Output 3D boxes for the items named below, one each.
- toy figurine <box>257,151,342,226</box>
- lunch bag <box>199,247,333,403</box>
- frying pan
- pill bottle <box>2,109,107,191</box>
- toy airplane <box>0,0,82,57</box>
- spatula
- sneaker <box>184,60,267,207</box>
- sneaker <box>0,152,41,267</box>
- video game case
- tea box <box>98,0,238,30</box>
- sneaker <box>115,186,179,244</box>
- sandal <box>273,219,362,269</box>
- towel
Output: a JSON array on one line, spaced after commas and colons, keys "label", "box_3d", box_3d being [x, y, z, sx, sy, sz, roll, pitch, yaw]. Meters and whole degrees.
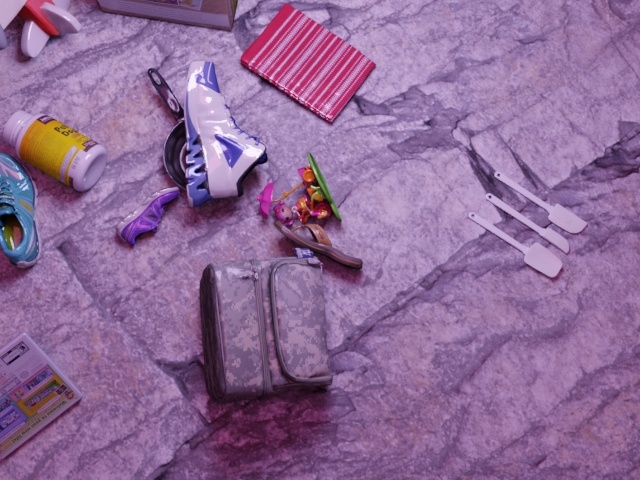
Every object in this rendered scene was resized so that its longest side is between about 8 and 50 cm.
[{"label": "toy figurine", "box_3d": [-0.058, -0.088, 1.756, 0.159, 0.130, 0.173, -25, 103, 6]}, {"label": "lunch bag", "box_3d": [-0.110, 0.179, 1.633, 0.256, 0.212, 0.305, -3, 77, -19]}, {"label": "frying pan", "box_3d": [-0.316, -0.233, 1.793, 0.326, 0.053, 0.197, 34, 78, 6]}, {"label": "pill bottle", "box_3d": [-0.598, -0.207, 1.747, 0.215, 0.117, 0.117, 28, 78, 5]}, {"label": "toy airplane", "box_3d": [-0.673, -0.588, 1.699, 0.384, 0.272, 0.386, -18, 100, -46]}, {"label": "spatula", "box_3d": [0.473, -0.042, 1.790, 0.242, 0.019, 0.168, 34, 79, 6]}, {"label": "sneaker", "box_3d": [-0.209, -0.230, 1.727, 0.182, 0.127, 0.315, -2, 85, -9]}, {"label": "sneaker", "box_3d": [-0.682, -0.075, 1.717, 0.107, 0.110, 0.275, -19, 77, -6]}, {"label": "video game case", "box_3d": [-0.642, 0.324, 1.619, 0.212, 0.023, 0.193, -38, 114, -10]}, {"label": "tea box", "box_3d": [-0.348, -0.705, 1.820, 0.329, 0.220, 0.323, 10, 76, 1]}, {"label": "sneaker", "box_3d": [-0.380, -0.057, 1.756, 0.170, 0.068, 0.071, -42, 96, -2]}, {"label": "sandal", "box_3d": [0.000, 0.000, 1.727, 0.219, 0.090, 0.060, 24, 88, 1]}, {"label": "towel", "box_3d": [-0.032, -0.427, 1.861, 0.275, 0.031, 0.199, 35, 76, 5]}]
